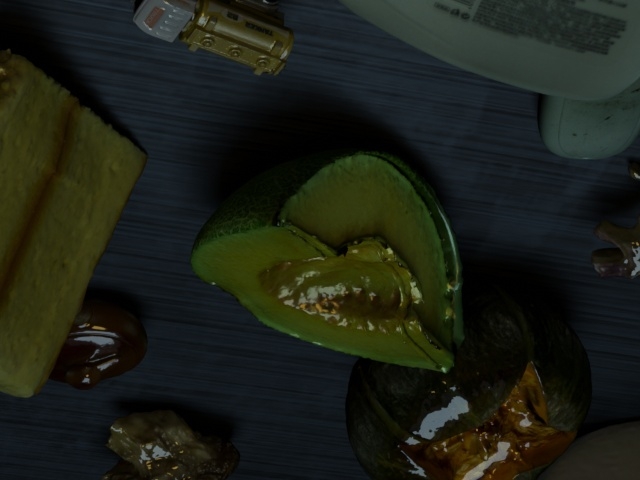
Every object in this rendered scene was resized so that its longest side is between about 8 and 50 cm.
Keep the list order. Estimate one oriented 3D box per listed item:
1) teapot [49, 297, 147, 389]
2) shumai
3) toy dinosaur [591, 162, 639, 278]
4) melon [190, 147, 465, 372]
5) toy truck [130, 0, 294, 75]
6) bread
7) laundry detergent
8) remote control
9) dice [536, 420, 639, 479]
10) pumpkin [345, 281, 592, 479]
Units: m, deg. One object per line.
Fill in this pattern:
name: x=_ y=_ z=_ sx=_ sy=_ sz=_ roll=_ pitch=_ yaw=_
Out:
teapot: x=-0.222 y=0.104 z=1.756 sx=0.129 sy=0.078 sz=0.098 roll=-13 pitch=142 yaw=14
shumai: x=-0.150 y=0.218 z=1.922 sx=0.139 sy=0.105 sz=0.123 roll=6 pitch=-173 yaw=4
toy dinosaur: x=0.356 y=-0.009 z=1.585 sx=0.251 sy=0.072 sz=0.200 roll=12 pitch=120 yaw=9
melon: x=0.000 y=0.000 z=1.608 sx=0.169 sy=0.129 sz=0.265 roll=-2 pitch=151 yaw=38
toy truck: x=-0.080 y=-0.167 z=1.417 sx=0.123 sy=0.063 sz=0.052 roll=18 pitch=139 yaw=-25
bread: x=-0.376 y=-0.039 z=1.548 sx=0.361 sy=0.245 sz=0.233 roll=16 pitch=168 yaw=25
laundry detergent: x=0.165 y=-0.278 z=1.229 sx=0.264 sy=0.125 sz=0.398 roll=18 pitch=139 yaw=-6
remote control: x=0.225 y=-0.144 z=1.478 sx=0.097 sy=0.045 sz=0.256 roll=1 pitch=140 yaw=-4
dice: x=0.353 y=0.341 z=1.970 sx=0.251 sy=0.243 sz=0.259 roll=-8 pitch=140 yaw=7
pumpkin: x=0.132 y=0.142 z=1.756 sx=0.238 sy=0.159 sz=0.238 roll=-13 pitch=129 yaw=-16
